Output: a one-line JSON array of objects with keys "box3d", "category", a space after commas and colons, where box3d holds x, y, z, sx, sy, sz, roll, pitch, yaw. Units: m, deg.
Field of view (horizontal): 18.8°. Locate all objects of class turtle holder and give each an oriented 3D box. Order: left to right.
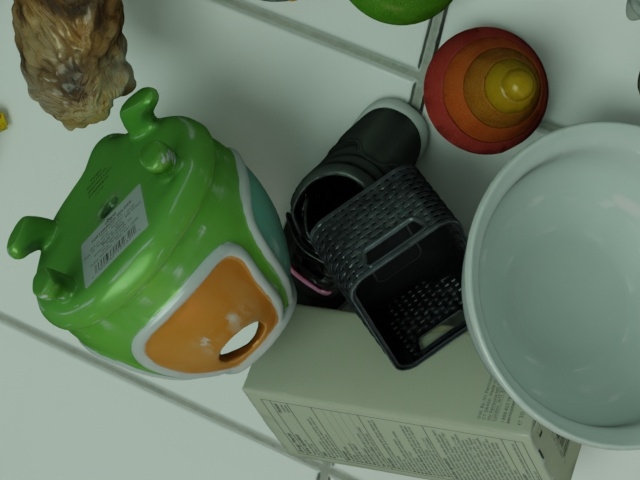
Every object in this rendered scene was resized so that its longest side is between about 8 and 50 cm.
[{"box3d": [-0.159, 0.012, 1.891, 0.227, 0.243, 0.320, 38, 166, -25], "category": "turtle holder"}]

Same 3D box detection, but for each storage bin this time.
[{"box3d": [0.081, 0.027, 1.826, 0.084, 0.122, 0.180, 54, 178, 35], "category": "storage bin"}]

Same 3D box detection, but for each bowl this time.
[{"box3d": [0.246, 0.048, 1.779, 0.298, 0.298, 0.134, 52, 159, -4], "category": "bowl"}]

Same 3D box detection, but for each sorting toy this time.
[{"box3d": [0.098, -0.240, 1.737, 0.127, 0.126, 0.365, -35, 98, -8], "category": "sorting toy"}]

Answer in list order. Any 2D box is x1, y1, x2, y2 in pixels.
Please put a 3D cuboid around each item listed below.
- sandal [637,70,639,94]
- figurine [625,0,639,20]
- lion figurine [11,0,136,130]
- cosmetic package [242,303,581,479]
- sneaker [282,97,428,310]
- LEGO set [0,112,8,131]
[{"box3d": [0.386, -0.121, 1.713, 0.219, 0.060, 0.090, 22, 123, 17], "category": "sandal"}, {"box3d": [0.259, -0.290, 1.671, 0.215, 0.092, 0.209, 31, 135, 25], "category": "figurine"}, {"box3d": [-0.189, -0.303, 1.822, 0.392, 0.142, 0.240, -55, 40, 42], "category": "lion figurine"}, {"box3d": [0.098, 0.162, 1.946, 0.310, 0.113, 0.160, 8, 152, 25], "category": "cosmetic package"}, {"box3d": [0.000, 0.000, 1.931, 0.105, 0.147, 0.295, 34, 127, 7], "category": "sneaker"}, {"box3d": [-0.405, -0.140, 2.120, 0.087, 0.093, 0.227, 26, 139, 47], "category": "LEGO set"}]
